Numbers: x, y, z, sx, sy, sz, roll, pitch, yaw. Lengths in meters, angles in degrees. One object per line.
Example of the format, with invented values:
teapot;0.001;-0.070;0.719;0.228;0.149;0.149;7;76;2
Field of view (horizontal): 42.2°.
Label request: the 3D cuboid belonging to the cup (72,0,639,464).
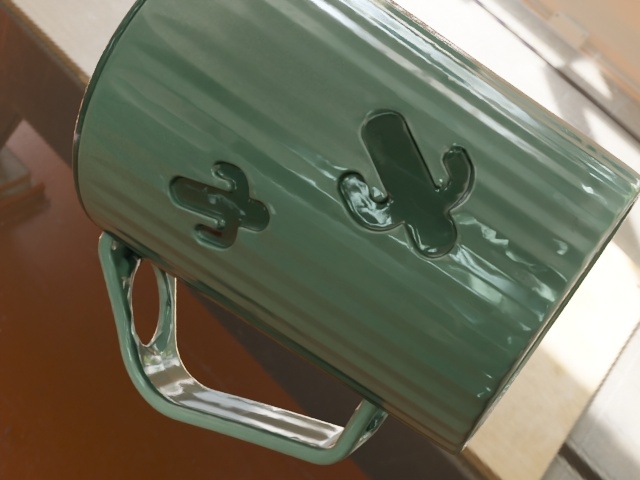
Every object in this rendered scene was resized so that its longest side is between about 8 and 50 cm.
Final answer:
cup;0.015;-0.012;0.725;0.392;0.401;0.310;36;43;17
